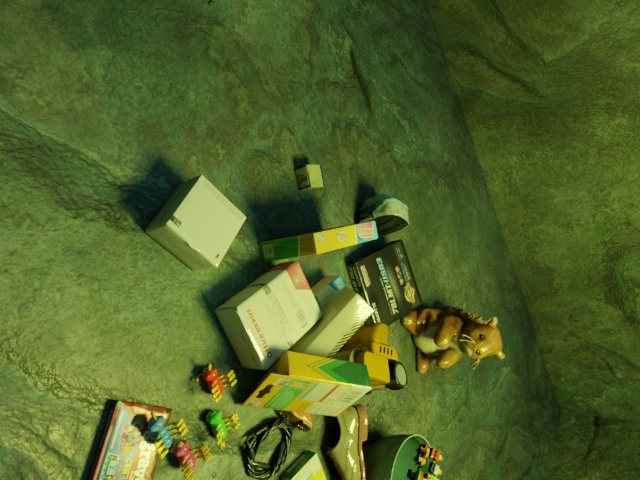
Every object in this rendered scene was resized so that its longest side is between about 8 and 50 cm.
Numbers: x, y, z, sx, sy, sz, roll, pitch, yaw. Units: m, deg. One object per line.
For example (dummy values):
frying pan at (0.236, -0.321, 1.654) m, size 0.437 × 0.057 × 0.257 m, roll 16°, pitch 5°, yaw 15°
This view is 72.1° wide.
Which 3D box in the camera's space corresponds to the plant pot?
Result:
plant pot at (0.253, 0.833, 1.566) m, size 0.293 × 0.196 × 0.292 m, roll 12°, pitch 74°, yaw -45°

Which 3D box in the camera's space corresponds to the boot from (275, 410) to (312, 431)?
boot at (-0.083, 0.525, 1.380) m, size 0.158 × 0.059 × 0.084 m, roll 46°, pitch 34°, yaw -26°

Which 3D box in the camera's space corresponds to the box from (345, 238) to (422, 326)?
box at (0.263, 0.178, 1.783) m, size 0.293 × 0.073 × 0.295 m, roll -23°, pitch 97°, yaw -39°

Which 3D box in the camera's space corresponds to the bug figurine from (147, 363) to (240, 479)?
bug figurine at (-0.315, 0.458, 1.111) m, size 0.279 × 0.072 × 0.216 m, roll -37°, pitch 117°, yaw -55°

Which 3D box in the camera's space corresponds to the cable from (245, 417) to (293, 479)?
cable at (-0.140, 0.611, 1.297) m, size 0.185 × 0.047 × 0.150 m, roll -13°, pitch 91°, yaw -49°

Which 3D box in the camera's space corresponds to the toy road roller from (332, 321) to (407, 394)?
toy road roller at (0.143, 0.403, 1.549) m, size 0.330 × 0.203 × 0.240 m, roll 28°, pitch 49°, yaw -45°

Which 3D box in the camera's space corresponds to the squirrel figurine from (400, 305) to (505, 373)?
squirrel figurine at (0.622, 0.403, 1.932) m, size 0.397 × 0.371 × 0.280 m, roll -18°, pitch 95°, yaw -48°

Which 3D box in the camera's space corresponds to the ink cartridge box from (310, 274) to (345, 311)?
ink cartridge box at (0.039, 0.245, 1.543) m, size 0.148 × 0.086 × 0.203 m, roll -37°, pitch 109°, yaw -45°

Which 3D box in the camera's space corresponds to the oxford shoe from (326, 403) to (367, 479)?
oxford shoe at (0.076, 0.733, 1.483) m, size 0.130 × 0.123 × 0.347 m, roll 8°, pitch 76°, yaw -19°

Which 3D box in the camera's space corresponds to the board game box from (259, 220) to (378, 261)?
board game box at (0.000, 0.000, 1.438) m, size 0.317 × 0.242 × 0.064 m, roll -13°, pitch 93°, yaw -48°

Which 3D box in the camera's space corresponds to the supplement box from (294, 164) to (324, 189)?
supplement box at (-0.039, -0.227, 1.582) m, size 0.083 × 0.056 × 0.083 m, roll -11°, pitch 90°, yaw -48°

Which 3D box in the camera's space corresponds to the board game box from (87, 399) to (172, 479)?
board game box at (-0.444, 0.520, 1.000) m, size 0.145 × 0.027 × 0.281 m, roll 30°, pitch 60°, yaw -41°

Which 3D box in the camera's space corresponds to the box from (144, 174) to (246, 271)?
box at (-0.329, -0.043, 1.179) m, size 0.181 × 0.119 × 0.181 m, roll 47°, pitch 51°, yaw -31°

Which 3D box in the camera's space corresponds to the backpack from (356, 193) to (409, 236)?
backpack at (0.263, -0.104, 1.786) m, size 0.166 × 0.189 × 0.144 m, roll 29°, pitch 61°, yaw -40°

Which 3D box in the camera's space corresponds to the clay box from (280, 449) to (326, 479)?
clay box at (-0.033, 0.793, 1.370) m, size 0.127 × 0.053 × 0.221 m, roll -26°, pitch 102°, yaw -47°

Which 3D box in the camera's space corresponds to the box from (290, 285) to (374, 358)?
box at (0.035, 0.283, 1.412) m, size 0.275 × 0.113 × 0.094 m, roll -46°, pitch 108°, yaw -6°

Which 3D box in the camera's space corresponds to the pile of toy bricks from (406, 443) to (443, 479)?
pile of toy bricks at (0.356, 0.791, 1.442) m, size 0.105 × 0.118 × 0.212 m, roll 37°, pitch 55°, yaw -14°

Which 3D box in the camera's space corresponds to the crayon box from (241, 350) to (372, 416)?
crayon box at (-0.043, 0.420, 1.281) m, size 0.323 × 0.203 × 0.083 m, roll 17°, pitch 41°, yaw -26°

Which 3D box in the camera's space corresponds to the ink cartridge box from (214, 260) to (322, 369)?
ink cartridge box at (-0.149, 0.218, 1.320) m, size 0.283 × 0.117 × 0.207 m, roll -36°, pitch 109°, yaw -46°
